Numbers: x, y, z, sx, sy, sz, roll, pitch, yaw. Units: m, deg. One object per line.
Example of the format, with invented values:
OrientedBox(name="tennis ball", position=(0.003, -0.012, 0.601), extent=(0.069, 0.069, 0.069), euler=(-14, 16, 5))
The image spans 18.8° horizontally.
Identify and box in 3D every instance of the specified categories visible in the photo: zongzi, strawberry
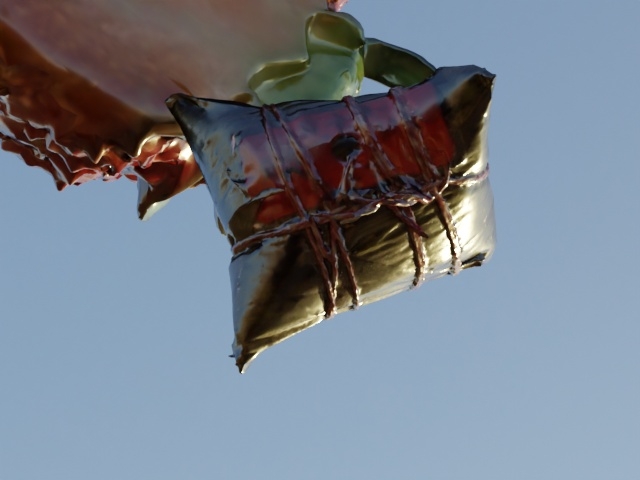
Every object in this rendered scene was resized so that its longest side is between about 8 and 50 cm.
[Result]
OrientedBox(name="zongzi", position=(0.000, 0.000, 0.455), extent=(0.083, 0.073, 0.067), euler=(3, -32, 5))
OrientedBox(name="strawberry", position=(-0.064, -0.070, 0.539), extent=(0.192, 0.140, 0.085), euler=(5, -27, -29))
